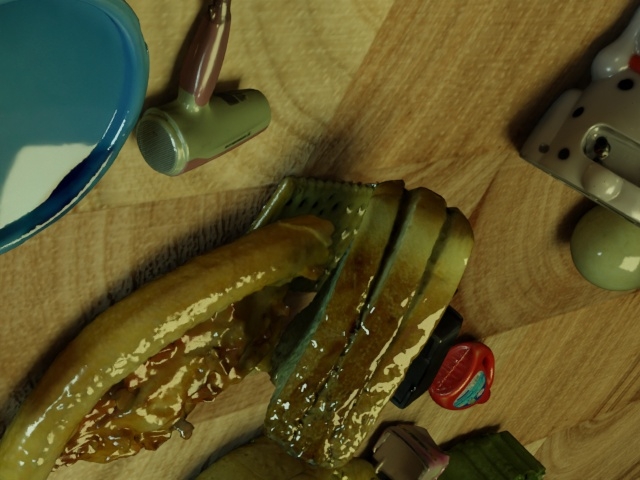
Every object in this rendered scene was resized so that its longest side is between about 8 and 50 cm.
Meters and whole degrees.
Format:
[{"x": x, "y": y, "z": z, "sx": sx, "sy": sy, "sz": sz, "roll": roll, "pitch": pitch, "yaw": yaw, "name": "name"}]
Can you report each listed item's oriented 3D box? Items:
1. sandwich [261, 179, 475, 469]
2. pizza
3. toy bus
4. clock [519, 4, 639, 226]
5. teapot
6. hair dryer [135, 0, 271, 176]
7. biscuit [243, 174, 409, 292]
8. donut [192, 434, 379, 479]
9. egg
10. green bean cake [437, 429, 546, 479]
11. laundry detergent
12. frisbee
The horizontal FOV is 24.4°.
[{"x": 0.039, "y": 0.065, "z": 1.364, "sx": 0.254, "sy": 0.099, "sz": 0.288, "roll": -64, "pitch": -177, "yaw": 3, "name": "sandwich"}, {"x": -0.131, "y": 0.107, "z": 1.307, "sx": 0.365, "sy": 0.074, "sz": 0.182, "roll": -34, "pitch": 138, "yaw": -9, "name": "pizza"}, {"x": 0.061, "y": 0.359, "z": 1.943, "sx": 0.274, "sy": 0.090, "sz": 0.112, "roll": -55, "pitch": 158, "yaw": 21, "name": "toy bus"}, {"x": 0.344, "y": -0.148, "z": 1.544, "sx": 0.254, "sy": 0.189, "sz": 0.189, "roll": -60, "pitch": 152, "yaw": 0, "name": "clock"}, {"x": 0.113, "y": 0.108, "z": 1.657, "sx": 0.096, "sy": 0.087, "sz": 0.177, "roll": -24, "pitch": 148, "yaw": -42, "name": "teapot"}, {"x": -0.078, "y": -0.126, "z": 1.101, "sx": 0.106, "sy": 0.054, "sz": 0.154, "roll": -28, "pitch": 145, "yaw": -37, "name": "hair dryer"}, {"x": 0.000, "y": 0.000, "z": 1.423, "sx": 0.231, "sy": 0.016, "sz": 0.139, "roll": 4, "pitch": 126, "yaw": -56, "name": "biscuit"}, {"x": -0.051, "y": 0.310, "z": 1.673, "sx": 0.261, "sy": 0.128, "sz": 0.208, "roll": -7, "pitch": 135, "yaw": -50, "name": "donut"}, {"x": 0.372, "y": 0.005, "z": 1.829, "sx": 0.152, "sy": 0.114, "sz": 0.114, "roll": -8, "pitch": 137, "yaw": -54, "name": "egg"}, {"x": 0.210, "y": 0.387, "z": 2.159, "sx": 0.200, "sy": 0.113, "sz": 0.214, "roll": -11, "pitch": 138, "yaw": -46, "name": "green bean cake"}, {"x": 0.192, "y": 0.179, "z": 1.912, "sx": 0.097, "sy": 0.049, "sz": 0.165, "roll": -49, "pitch": 156, "yaw": 3, "name": "laundry detergent"}, {"x": -0.220, "y": -0.079, "z": 0.970, "sx": 0.242, "sy": 0.045, "sz": 0.242, "roll": -32, "pitch": 151, "yaw": -20, "name": "frisbee"}]
